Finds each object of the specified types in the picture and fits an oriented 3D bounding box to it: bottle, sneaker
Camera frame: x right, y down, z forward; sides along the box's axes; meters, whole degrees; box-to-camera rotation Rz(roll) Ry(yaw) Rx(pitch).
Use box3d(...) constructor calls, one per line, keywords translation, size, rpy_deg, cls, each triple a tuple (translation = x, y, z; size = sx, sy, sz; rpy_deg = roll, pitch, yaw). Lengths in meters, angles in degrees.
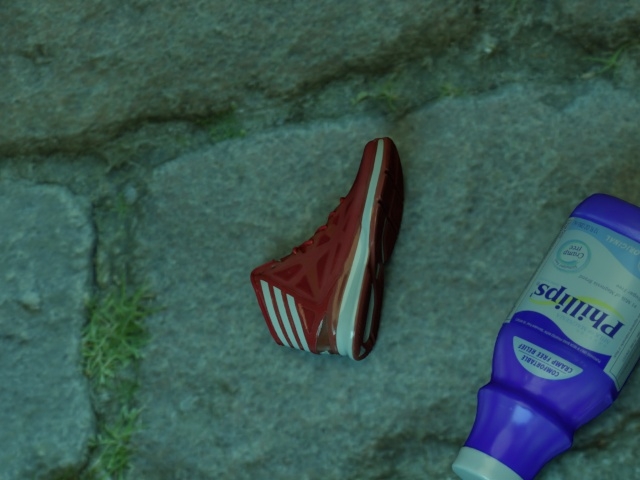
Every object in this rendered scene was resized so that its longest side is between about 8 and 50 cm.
box3d(translation=(0.214, 0.098, 1.714), size=(0.118, 0.092, 0.283), rpy_deg=(27, 75, 25), cls="bottle")
box3d(translation=(0.000, 0.000, 1.834), size=(0.128, 0.087, 0.221), rpy_deg=(5, 65, 18), cls="sneaker")
